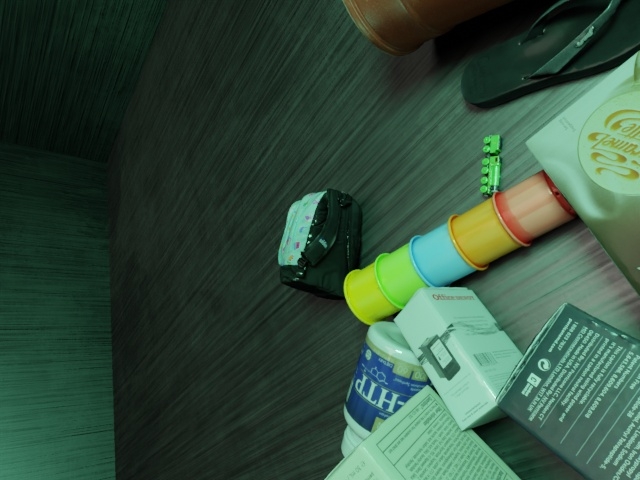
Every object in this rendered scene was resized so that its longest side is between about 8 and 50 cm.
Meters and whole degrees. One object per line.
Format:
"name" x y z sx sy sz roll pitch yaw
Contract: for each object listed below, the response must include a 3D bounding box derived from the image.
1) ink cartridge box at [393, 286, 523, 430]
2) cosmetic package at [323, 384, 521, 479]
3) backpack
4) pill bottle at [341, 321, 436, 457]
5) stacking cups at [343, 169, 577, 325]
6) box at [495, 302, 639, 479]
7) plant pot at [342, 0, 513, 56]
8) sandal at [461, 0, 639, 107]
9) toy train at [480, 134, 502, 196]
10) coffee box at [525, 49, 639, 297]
"ink cartridge box" 0.175 0.133 0.503 0.063 0.109 0.150 -57 44 31
"cosmetic package" 0.155 0.308 0.387 0.309 0.160 0.113 45 119 26
"backpack" 0.000 0.000 0.726 0.115 0.152 0.182 -6 67 42
"pill bottle" 0.095 0.220 0.585 0.112 0.112 0.186 27 105 50
"stacking cups" 0.163 0.012 0.554 0.316 0.096 0.096 -40 54 40
"box" 0.275 0.159 0.323 0.108 0.153 0.207 -58 41 5
"plant pot" 0.187 -0.388 0.488 0.265 0.272 0.272 6 88 44
"sandal" 0.276 -0.230 0.491 0.254 0.054 0.097 -21 67 48
"toy train" 0.228 -0.100 0.558 0.024 0.017 0.083 1 84 41
"coffee box" 0.319 -0.034 0.363 0.141 0.098 0.246 -44 51 37
